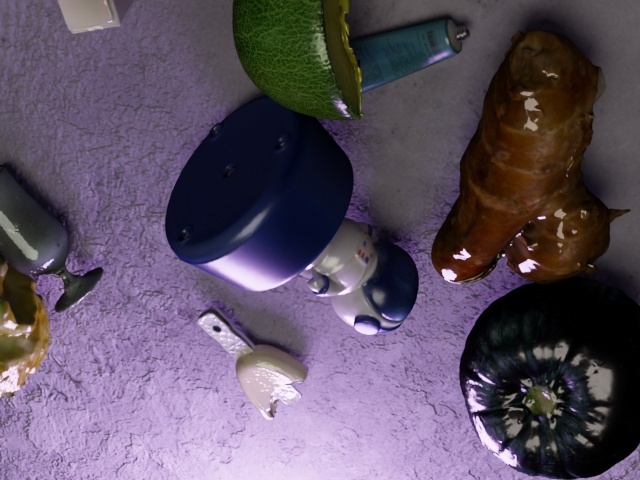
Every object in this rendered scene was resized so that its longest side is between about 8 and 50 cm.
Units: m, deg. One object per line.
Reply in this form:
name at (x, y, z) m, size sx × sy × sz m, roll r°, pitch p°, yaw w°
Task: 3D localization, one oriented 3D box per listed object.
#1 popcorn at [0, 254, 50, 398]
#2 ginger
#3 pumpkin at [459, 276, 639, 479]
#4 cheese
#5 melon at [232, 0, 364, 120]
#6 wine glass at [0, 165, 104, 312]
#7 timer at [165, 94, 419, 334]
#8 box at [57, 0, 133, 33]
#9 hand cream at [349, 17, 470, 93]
popcorn at (-0.577, 0.141, 1.900) m, size 0.282 × 0.282 × 0.247 m, roll -6°, pitch 125°, yaw 16°
ginger at (0.304, -0.095, 1.619) m, size 0.254 × 0.176 × 0.418 m, roll 7°, pitch 129°, yaw -3°
pumpkin at (0.360, 0.199, 1.785) m, size 0.315 × 0.238 × 0.315 m, roll 8°, pitch 113°, yaw 19°
cheese at (-0.115, 0.196, 1.986) m, size 0.127 × 0.050 × 0.235 m, roll -32°, pitch 113°, yaw 32°
melon at (-0.046, -0.278, 1.521) m, size 0.169 × 0.129 × 0.265 m, roll -2°, pitch 95°, yaw 24°
wine glass at (-0.449, -0.004, 1.876) m, size 0.103 × 0.103 × 0.231 m, roll -27°, pitch 113°, yaw 27°
timer at (0.000, 0.000, 1.726) m, size 0.270 × 0.270 × 0.383 m, roll -32°, pitch 128°, yaw 29°
box at (-0.249, -0.405, 1.393) m, size 0.065 × 0.343 × 0.200 m, roll -7°, pitch 124°, yaw 12°
hand cream at (0.098, -0.248, 1.631) m, size 0.224 × 0.048 × 0.083 m, roll -14°, pitch 121°, yaw 27°
